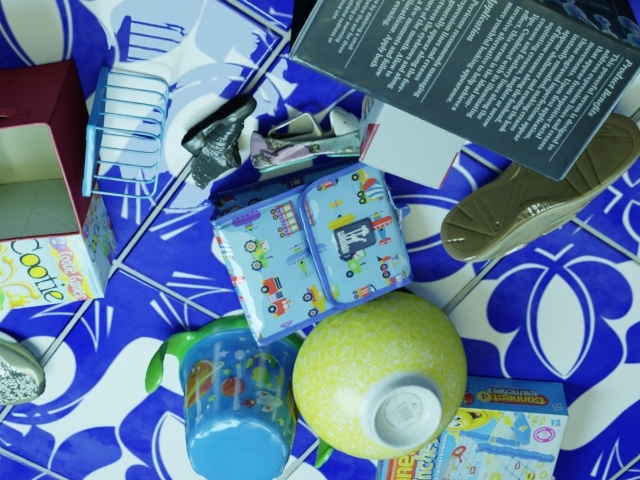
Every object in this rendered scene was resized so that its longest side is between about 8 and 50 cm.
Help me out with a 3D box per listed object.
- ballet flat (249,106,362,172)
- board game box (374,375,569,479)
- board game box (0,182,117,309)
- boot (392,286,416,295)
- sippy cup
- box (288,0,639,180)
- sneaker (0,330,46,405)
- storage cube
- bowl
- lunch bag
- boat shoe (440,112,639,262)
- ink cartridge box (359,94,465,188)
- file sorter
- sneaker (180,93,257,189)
[{"bbox_3d":[0.000,-0.156,1.829,0.221,0.077,0.079,-8,106,7],"label":"ballet flat"},{"bbox_3d":[0.260,0.382,2.192,0.301,0.086,0.308,4,125,-2],"label":"board game box"},{"bbox_3d":[-0.475,0.011,1.905,0.275,0.144,0.142,-8,126,7],"label":"board game box"},{"bbox_3d":[0.101,0.112,2.024,0.157,0.059,0.085,26,125,-6],"label":"boot"},{"bbox_3d":[-0.130,0.283,2.045,0.305,0.224,0.240,-3,126,2],"label":"sippy cup"},{"bbox_3d":[0.181,-0.301,1.580,0.395,0.294,0.212,22,123,-15],"label":"box"},{"bbox_3d":[-0.670,0.241,2.049,0.410,0.182,0.158,8,125,-5],"label":"sneaker"},{"bbox_3d":[-0.438,-0.128,1.776,0.183,0.193,0.215,-6,126,5],"label":"storage cube"},{"bbox_3d":[0.113,0.242,1.941,0.289,0.156,0.290,-6,115,-13],"label":"bowl"},{"bbox_3d":[0.000,0.000,1.903,0.293,0.138,0.221,-19,110,0],"label":"lunch bag"},{"bbox_3d":[0.341,-0.077,1.861,0.341,0.122,0.110,-32,156,25],"label":"boat shoe"},{"bbox_3d":[0.135,-0.186,1.735,0.127,0.176,0.128,18,123,-9],"label":"ink cartridge box"},{"bbox_3d":[-0.279,-0.153,1.770,0.104,0.170,0.118,7,125,-7],"label":"file sorter"},{"bbox_3d":[-0.142,-0.148,1.846,0.170,0.051,0.089,-30,120,26],"label":"sneaker"}]
